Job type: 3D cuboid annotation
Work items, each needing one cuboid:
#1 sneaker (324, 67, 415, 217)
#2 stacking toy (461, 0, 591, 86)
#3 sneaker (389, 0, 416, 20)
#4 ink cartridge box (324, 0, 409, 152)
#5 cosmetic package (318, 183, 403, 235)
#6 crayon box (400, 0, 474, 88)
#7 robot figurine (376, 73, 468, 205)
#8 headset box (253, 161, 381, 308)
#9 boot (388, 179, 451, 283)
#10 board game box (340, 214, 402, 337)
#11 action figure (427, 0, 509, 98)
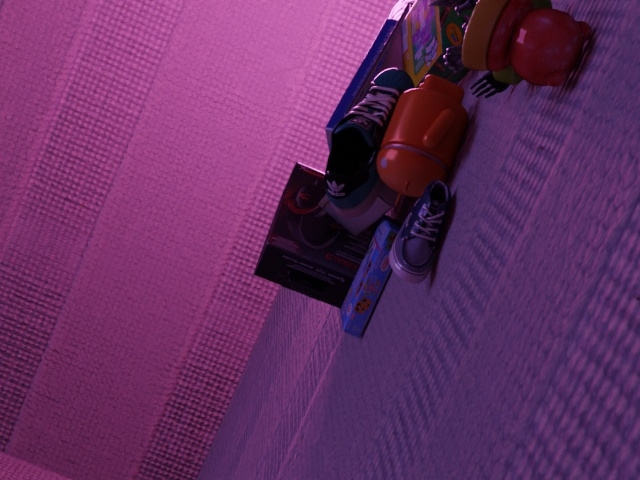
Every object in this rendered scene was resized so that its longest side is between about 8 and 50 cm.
[{"bbox_3d":[0.089,-0.193,1.899,0.121,0.108,0.302,66,-138,-59],"label":"sneaker"},{"bbox_3d":[0.322,-0.321,1.405,0.309,0.130,0.279,-64,-20,1],"label":"stacking toy"},{"bbox_3d":[0.243,-0.508,2.552,0.236,0.130,0.322,-42,22,58],"label":"sneaker"},{"bbox_3d":[0.103,-0.310,2.302,0.303,0.072,0.307,-61,-19,-21],"label":"ink cartridge box"},{"bbox_3d":[0.109,-0.122,2.113,0.160,0.113,0.309,-51,1,-15],"label":"cosmetic package"},{"bbox_3d":[0.226,-0.383,2.063,0.278,0.081,0.165,132,136,-75],"label":"crayon box"},{"bbox_3d":[0.170,-0.167,1.825,0.158,0.128,0.219,7,70,43],"label":"robot figurine"},{"bbox_3d":[0.000,0.000,2.282,0.110,0.218,0.293,116,174,-45],"label":"headset box"},{"bbox_3d":[0.156,-0.018,1.668,0.190,0.069,0.086,-73,5,-55],"label":"boot"},{"bbox_3d":[0.096,0.064,2.048,0.160,0.039,0.211,-97,32,-79],"label":"board game box"},{"bbox_3d":[0.244,-0.345,1.701,0.275,0.141,0.164,-86,-25,-54],"label":"action figure"}]
